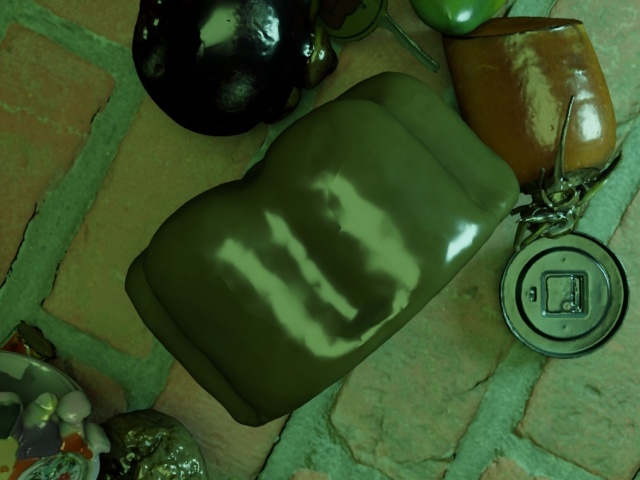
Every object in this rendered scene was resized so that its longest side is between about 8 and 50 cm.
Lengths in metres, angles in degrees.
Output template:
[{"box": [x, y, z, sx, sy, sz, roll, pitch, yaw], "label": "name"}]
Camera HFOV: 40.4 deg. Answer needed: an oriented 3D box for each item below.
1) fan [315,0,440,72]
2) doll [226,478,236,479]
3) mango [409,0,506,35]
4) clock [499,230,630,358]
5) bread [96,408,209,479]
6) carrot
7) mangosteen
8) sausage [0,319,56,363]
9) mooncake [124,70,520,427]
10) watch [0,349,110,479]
[{"box": [0.037, -0.342, 1.183, 0.335, 0.229, 0.011, 44, 61, 5], "label": "fan"}, {"box": [-0.100, 0.519, 1.257, 0.341, 0.099, 0.346, 18, 98, -8], "label": "doll"}, {"box": [0.179, -0.346, 1.172, 0.137, 0.237, 0.091, 33, 126, 12], "label": "mango"}, {"box": [0.346, 0.076, 1.245, 0.184, 0.040, 0.184, 0, 90, 3], "label": "clock"}, {"box": [-0.263, 0.343, 1.205, 0.230, 0.123, 0.230, -14, 66, 34], "label": "bread"}, {"box": [0.295, -0.162, 1.168, 0.193, 0.214, 0.331, -14, 92, -26], "label": "carrot"}, {"box": [-0.113, -0.272, 1.189, 0.233, 0.287, 0.288, 7, 90, 32], "label": "mangosteen"}, {"box": [-0.501, 0.239, 1.283, 0.083, 0.083, 0.264, 42, 94, 3], "label": "sausage"}, {"box": [0.000, 0.000, 1.063, 0.467, 0.467, 0.262, -39, 90, 3], "label": "mooncake"}, {"box": [-0.412, 0.228, 1.125, 0.231, 0.244, 0.196, 42, 109, 40], "label": "watch"}]
